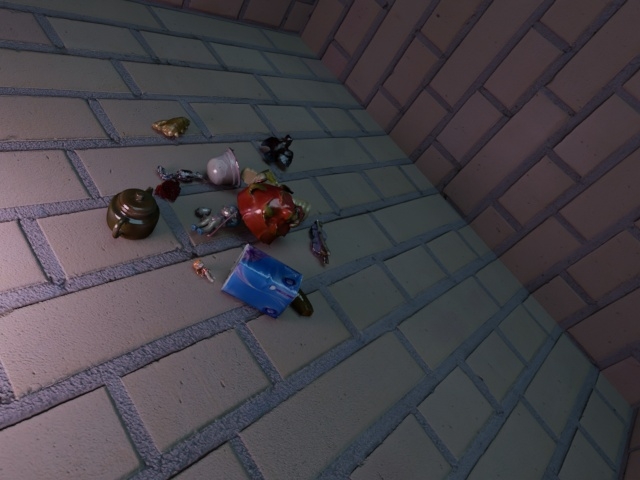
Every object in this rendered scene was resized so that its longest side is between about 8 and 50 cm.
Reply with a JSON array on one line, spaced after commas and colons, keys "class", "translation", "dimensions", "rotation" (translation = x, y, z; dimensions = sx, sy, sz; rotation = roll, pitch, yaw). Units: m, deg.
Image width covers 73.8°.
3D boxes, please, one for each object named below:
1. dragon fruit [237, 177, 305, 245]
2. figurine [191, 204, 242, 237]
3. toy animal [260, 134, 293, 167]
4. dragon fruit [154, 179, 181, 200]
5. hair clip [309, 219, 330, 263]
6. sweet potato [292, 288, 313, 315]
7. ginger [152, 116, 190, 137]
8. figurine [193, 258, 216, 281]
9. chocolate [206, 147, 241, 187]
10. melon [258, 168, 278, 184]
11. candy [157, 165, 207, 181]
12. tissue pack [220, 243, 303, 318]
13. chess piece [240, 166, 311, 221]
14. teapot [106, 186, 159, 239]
[{"class": "dragon fruit", "translation": [-0.217, -0.152, 1.974], "dimensions": [0.305, 0.225, 0.305], "rotation": [52, 22, -31]}, {"class": "figurine", "translation": [-0.471, -0.087, 1.892], "dimensions": [0.205, 0.103, 0.260], "rotation": [16, 30, 28]}, {"class": "toy animal", "translation": [-0.233, -0.530, 2.449], "dimensions": [0.218, 0.179, 0.116], "rotation": [43, 12, 7]}, {"class": "dragon fruit", "translation": [-0.683, -0.234, 1.901], "dimensions": [0.097, 0.063, 0.131], "rotation": [56, 27, -34]}, {"class": "hair clip", "translation": [0.000, 0.000, 2.193], "dimensions": [0.106, 0.085, 0.292], "rotation": [12, 40, -23]}, {"class": "sweet potato", "translation": [-0.117, 0.232, 1.862], "dimensions": [0.244, 0.077, 0.077], "rotation": [48, 39, 8]}, {"class": "ginger", "translation": [-0.738, -0.578, 2.164], "dimensions": [0.115, 0.081, 0.205], "rotation": [24, 36, 35]}, {"class": "figurine", "translation": [-0.467, 0.124, 1.711], "dimensions": [0.109, 0.047, 0.064], "rotation": [47, 30, -4]}, {"class": "chocolate", "translation": [-0.483, -0.347, 2.088], "dimensions": [0.147, 0.221, 0.221], "rotation": [-12, 57, -16]}, {"class": "melon", "translation": [-0.288, -0.279, 2.237], "dimensions": [0.128, 0.079, 0.160], "rotation": [37, 56, -35]}, {"class": "candy", "translation": [-0.646, -0.311, 1.995], "dimensions": [0.226, 0.051, 0.094], "rotation": [3, 48, -37]}, {"class": "tissue pack", "translation": [-0.235, 0.170, 1.727], "dimensions": [0.263, 0.198, 0.146], "rotation": [30, 37, -12]}, {"class": "chess piece", "translation": [-0.230, -0.238, 2.147], "dimensions": [0.397, 0.117, 0.117], "rotation": [32, 37, -27]}, {"class": "teapot", "translation": [-0.720, -0.114, 1.640], "dimensions": [0.185, 0.175, 0.268], "rotation": [28, 39, -11]}]
